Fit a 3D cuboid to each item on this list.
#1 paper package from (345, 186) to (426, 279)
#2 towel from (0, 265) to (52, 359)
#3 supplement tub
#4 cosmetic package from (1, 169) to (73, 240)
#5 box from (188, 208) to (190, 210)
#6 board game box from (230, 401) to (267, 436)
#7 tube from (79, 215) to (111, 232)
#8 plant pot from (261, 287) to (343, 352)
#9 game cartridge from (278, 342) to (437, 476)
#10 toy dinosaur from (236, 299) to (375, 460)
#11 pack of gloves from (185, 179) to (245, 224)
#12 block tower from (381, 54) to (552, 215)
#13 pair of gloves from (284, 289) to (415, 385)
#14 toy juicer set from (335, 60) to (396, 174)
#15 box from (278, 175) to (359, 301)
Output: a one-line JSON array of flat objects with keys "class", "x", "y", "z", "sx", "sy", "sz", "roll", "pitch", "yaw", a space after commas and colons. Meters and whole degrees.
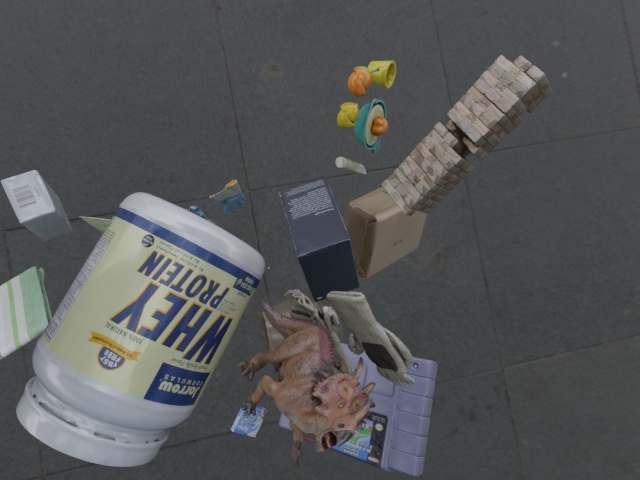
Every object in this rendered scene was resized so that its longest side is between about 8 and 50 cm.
[{"class": "paper package", "x": 0.261, "y": -0.054, "z": 1.719, "sx": 0.324, "sy": 0.310, "sz": 0.168, "roll": -26, "pitch": 49, "yaw": -32}, {"class": "towel", "x": -0.830, "y": 0.227, "z": 1.061, "sx": 0.324, "sy": 0.038, "sz": 0.248, "roll": -35, "pitch": 51, "yaw": -9}, {"class": "supplement tub", "x": -0.251, "y": 0.120, "z": 0.628, "sx": 0.235, "sy": 0.235, "sz": 0.325, "roll": 27, "pitch": 79, "yaw": -5}, {"class": "cosmetic package", "x": -0.725, "y": -0.083, "z": 1.106, "sx": 0.085, "sy": 0.231, "sz": 0.118, "roll": -24, "pitch": 89, "yaw": -21}, {"class": "box", "x": -0.425, "y": -0.040, "z": 1.478, "sx": 0.102, "sy": 0.101, "sz": 0.087, "roll": 41, "pitch": 85, "yaw": 22}, {"class": "board game box", "x": -0.221, "y": 0.559, "z": 1.330, "sx": 0.090, "sy": 0.020, "sz": 0.090, "roll": 34, "pitch": 78, "yaw": -37}, {"class": "tube", "x": -0.546, "y": -0.021, "z": 1.178, "sx": 0.070, "sy": 0.240, "sz": 0.062, "roll": -33, "pitch": 72, "yaw": -2}, {"class": "plant pot", "x": -0.091, "y": 0.359, "z": 1.756, "sx": 0.280, "sy": 0.323, "sz": 0.324, "roll": -8, "pitch": 87, "yaw": -15}, {"class": "game cartridge", "x": 0.070, "y": 0.352, "z": 0.952, "sx": 0.354, "sy": 0.068, "sz": 0.230, "roll": 1, "pitch": 67, "yaw": 37}, {"class": "toy dinosaur", "x": -0.014, "y": 0.202, "z": 0.666, "sx": 0.200, "sy": 0.296, "sz": 0.127, "roll": -38, "pitch": 133, "yaw": 21}, {"class": "pack of gloves", "x": -0.305, "y": -0.093, "z": 1.170, "sx": 0.195, "sy": 0.232, "sz": 0.046, "roll": -32, "pitch": 82, "yaw": -8}, {"class": "block tower", "x": 0.275, "y": -0.193, "z": 0.832, "sx": 0.335, "sy": 0.097, "sz": 0.091, "roll": -47, "pitch": 61, "yaw": 24}, {"class": "pair of gloves", "x": 0.046, "y": 0.163, "z": 0.742, "sx": 0.042, "sy": 0.240, "sz": 0.204, "roll": -46, "pitch": 109, "yaw": -33}, {"class": "toy juicer set", "x": 0.121, "y": -0.299, "z": 1.127, "sx": 0.089, "sy": 0.209, "sz": 0.329, "roll": 21, "pitch": 121, "yaw": 25}, {"class": "box", "x": 0.000, "y": 0.000, "z": 1.463, "sx": 0.182, "sy": 0.296, "sz": 0.294, "roll": -18, "pitch": 53, "yaw": -1}]
